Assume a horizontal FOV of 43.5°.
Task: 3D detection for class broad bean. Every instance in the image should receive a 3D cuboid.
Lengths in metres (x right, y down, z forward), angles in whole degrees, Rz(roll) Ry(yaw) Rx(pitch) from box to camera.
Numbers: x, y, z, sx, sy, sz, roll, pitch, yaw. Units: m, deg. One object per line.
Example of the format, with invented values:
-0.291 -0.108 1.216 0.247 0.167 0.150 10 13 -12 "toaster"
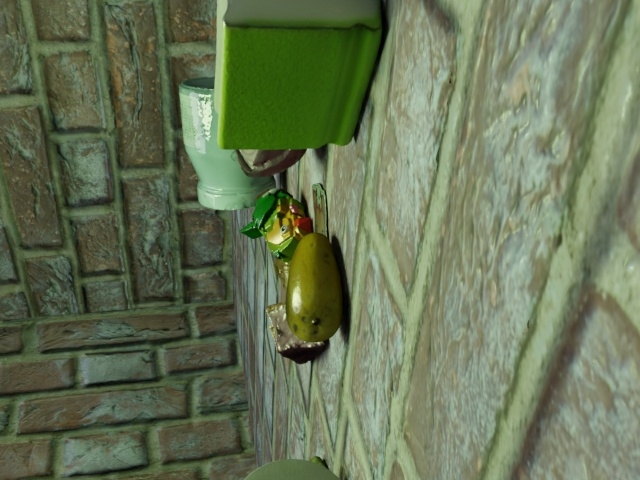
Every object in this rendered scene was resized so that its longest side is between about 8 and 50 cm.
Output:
-0.008 0.486 1.682 0.083 0.045 0.063 103 162 -82 "broad bean"

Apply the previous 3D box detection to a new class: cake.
-0.054 0.190 1.660 0.295 0.113 0.115 101 165 -75 "cake"

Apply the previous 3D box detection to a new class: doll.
-0.086 -0.028 1.676 0.134 0.106 0.186 -53 37 5 "doll"

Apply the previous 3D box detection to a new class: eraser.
-0.037 -0.230 1.072 0.274 0.210 0.092 109 156 -60 "eraser"

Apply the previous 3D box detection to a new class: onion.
-0.073 -0.274 1.406 0.348 0.159 0.267 130 123 -66 "onion"

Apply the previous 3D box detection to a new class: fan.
0.000 0.000 1.516 0.132 0.009 0.219 -130 37 -74 "fan"

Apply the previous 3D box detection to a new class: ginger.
-0.076 0.045 1.837 0.214 0.059 0.132 -134 33 -77 "ginger"

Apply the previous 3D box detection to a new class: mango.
-0.013 0.079 1.382 0.137 0.098 0.195 97 170 -63 "mango"

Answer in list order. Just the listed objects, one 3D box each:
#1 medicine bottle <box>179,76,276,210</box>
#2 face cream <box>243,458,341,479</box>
-0.204 -0.236 1.908 0.245 0.245 0.289 -121 27 -68 "medicine bottle"
-0.052 0.537 1.445 0.218 0.218 0.179 -106 14 -48 "face cream"
